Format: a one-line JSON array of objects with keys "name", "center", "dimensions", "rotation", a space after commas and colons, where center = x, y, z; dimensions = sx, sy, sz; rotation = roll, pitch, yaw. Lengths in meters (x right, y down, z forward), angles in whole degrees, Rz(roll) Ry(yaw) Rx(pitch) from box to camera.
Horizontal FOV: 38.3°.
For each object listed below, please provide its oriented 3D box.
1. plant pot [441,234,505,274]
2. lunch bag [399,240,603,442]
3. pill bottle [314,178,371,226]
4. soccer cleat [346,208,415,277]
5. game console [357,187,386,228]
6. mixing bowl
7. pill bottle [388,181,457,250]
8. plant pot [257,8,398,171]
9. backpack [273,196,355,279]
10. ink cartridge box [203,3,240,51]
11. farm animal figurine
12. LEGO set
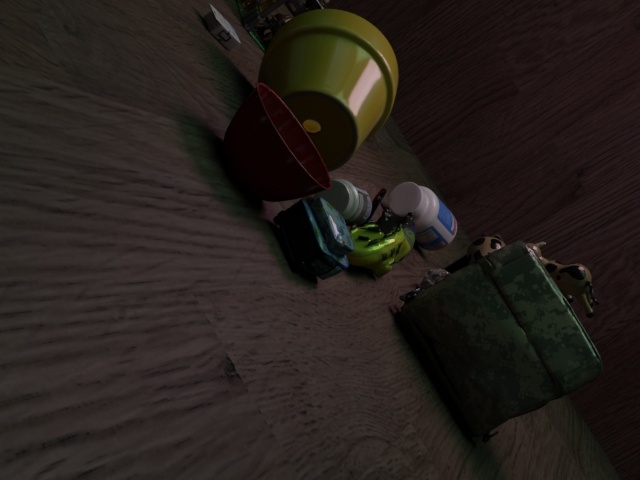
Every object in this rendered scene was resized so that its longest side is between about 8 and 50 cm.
[{"name": "plant pot", "center": [0.449, 0.110, 2.547], "dimensions": [0.188, 0.187, 0.167], "rotation": [57, 1, 1]}, {"name": "lunch bag", "center": [0.317, 0.182, 1.689], "dimensions": [0.305, 0.256, 0.212], "rotation": [61, -12, 9]}, {"name": "pill bottle", "center": [0.039, -0.068, 1.652], "dimensions": [0.078, 0.078, 0.137], "rotation": [60, 13, 13]}, {"name": "soccer cleat", "center": [0.111, 0.020, 1.680], "dimensions": [0.289, 0.093, 0.121], "rotation": [-28, 126, -66]}, {"name": "game console", "center": [0.126, -0.029, 1.878], "dimensions": [0.085, 0.124, 0.144], "rotation": [30, 13, 2]}, {"name": "mixing bowl", "center": [-0.074, -0.122, 1.316], "dimensions": [0.181, 0.098, 0.181], "rotation": [52, 14, -18]}, {"name": "pill bottle", "center": [0.257, -0.066, 2.352], "dimensions": [0.221, 0.124, 0.124], "rotation": [40, 21, -55]}, {"name": "plant pot", "center": [0.003, -0.249, 1.632], "dimensions": [0.254, 0.254, 0.239], "rotation": [51, 28, -24]}, {"name": "backpack", "center": [0.000, 0.000, 1.328], "dimensions": [0.114, 0.084, 0.105], "rotation": [42, 23, -61]}, {"name": "ink cartridge box", "center": [-0.188, -0.396, 1.713], "dimensions": [0.083, 0.028, 0.048], "rotation": [40, 21, -53]}, {"name": "farm animal figurine", "center": [0.377, 0.088, 1.929], "dimensions": [0.327, 0.330, 0.172], "rotation": [-102, 166, -61]}, {"name": "LEGO set", "center": [-0.042, -0.505, 2.144], "dimensions": [0.331, 0.192, 0.255], "rotation": [51, 14, -27]}]
